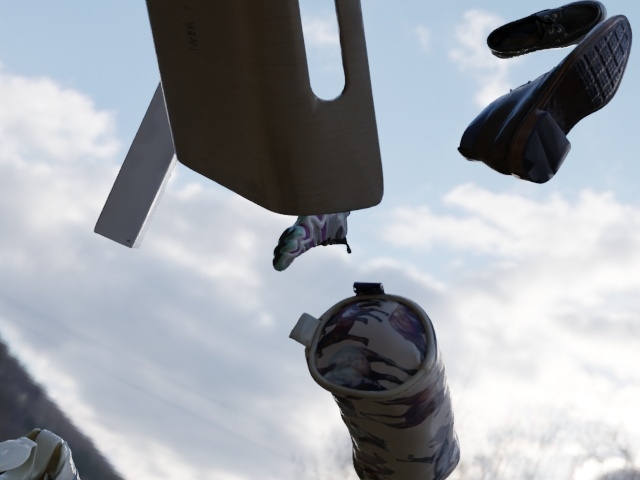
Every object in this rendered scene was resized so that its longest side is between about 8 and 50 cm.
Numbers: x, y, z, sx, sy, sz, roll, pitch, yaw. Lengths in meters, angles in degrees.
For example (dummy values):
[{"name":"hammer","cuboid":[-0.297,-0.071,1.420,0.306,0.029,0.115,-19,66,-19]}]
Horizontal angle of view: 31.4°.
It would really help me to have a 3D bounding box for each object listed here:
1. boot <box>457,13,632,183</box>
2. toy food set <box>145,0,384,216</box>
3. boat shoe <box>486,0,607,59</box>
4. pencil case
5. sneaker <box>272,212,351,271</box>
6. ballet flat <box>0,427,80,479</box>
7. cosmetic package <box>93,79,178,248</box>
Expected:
[{"name":"boot","cuboid":[0.231,-0.155,1.178,0.106,0.219,0.082,14,-31,48]},{"name":"toy food set","cuboid":[-0.051,-0.155,0.826,0.306,0.092,0.220,-152,-130,-63]},{"name":"boat shoe","cuboid":[0.260,-0.243,1.321,0.142,0.049,0.040,-17,-7,23]},{"name":"pencil case","cuboid":[0.090,0.219,1.557,0.183,0.160,0.410,27,-22,25]},{"name":"sneaker","cuboid":[0.000,0.000,1.127,0.069,0.098,0.038,34,-11,-20]},{"name":"ballet flat","cuboid":[-0.227,0.182,0.873,0.074,0.074,0.203,19,2,15]},{"name":"cosmetic package","cuboid":[-0.224,-0.109,1.515,0.060,0.239,0.099,24,-3,-5]}]
